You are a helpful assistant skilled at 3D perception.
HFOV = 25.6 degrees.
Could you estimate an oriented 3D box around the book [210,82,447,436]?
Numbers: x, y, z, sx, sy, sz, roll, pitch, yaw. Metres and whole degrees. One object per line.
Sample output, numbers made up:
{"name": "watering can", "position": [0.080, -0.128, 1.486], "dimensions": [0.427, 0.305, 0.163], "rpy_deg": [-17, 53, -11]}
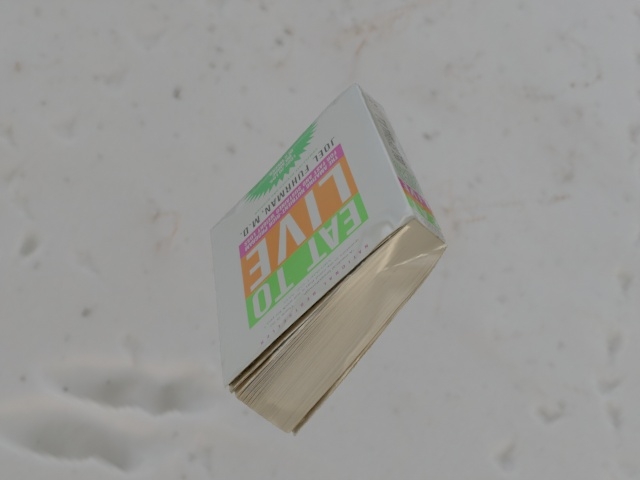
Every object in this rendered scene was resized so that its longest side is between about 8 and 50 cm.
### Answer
{"name": "book", "position": [0.000, 0.000, 0.569], "dimensions": [0.035, 0.096, 0.144], "rpy_deg": [38, 14, -22]}
